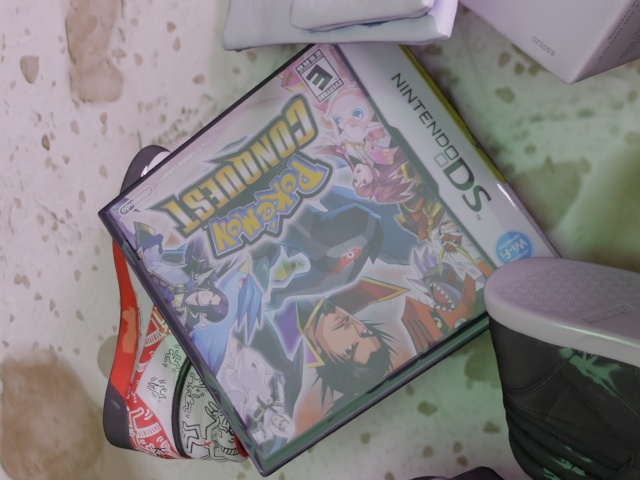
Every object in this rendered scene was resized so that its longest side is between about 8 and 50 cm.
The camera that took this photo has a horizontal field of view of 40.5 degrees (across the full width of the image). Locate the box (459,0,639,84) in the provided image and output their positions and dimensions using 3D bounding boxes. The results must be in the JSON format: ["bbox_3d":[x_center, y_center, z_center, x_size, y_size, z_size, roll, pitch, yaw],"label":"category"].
[{"bbox_3d":[0.153,-0.224,0.516,0.182,0.119,0.181,44,132,20],"label":"box"}]

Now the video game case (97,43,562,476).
[{"bbox_3d":[0.000,0.000,0.654,0.275,0.035,0.248,-36,80,12],"label":"video game case"}]

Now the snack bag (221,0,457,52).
[{"bbox_3d":[0.007,-0.290,0.569,0.342,0.037,0.322,23,108,63],"label":"snack bag"}]

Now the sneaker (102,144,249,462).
[{"bbox_3d":[-0.100,0.057,0.745,0.145,0.090,0.269,6,92,19],"label":"sneaker"}]

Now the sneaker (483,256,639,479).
[{"bbox_3d":[0.234,0.116,0.518,0.296,0.105,0.146,19,129,39],"label":"sneaker"}]

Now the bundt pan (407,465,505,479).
[{"bbox_3d":[0.124,0.312,0.612,0.331,0.124,0.330,3,96,31],"label":"bundt pan"}]
